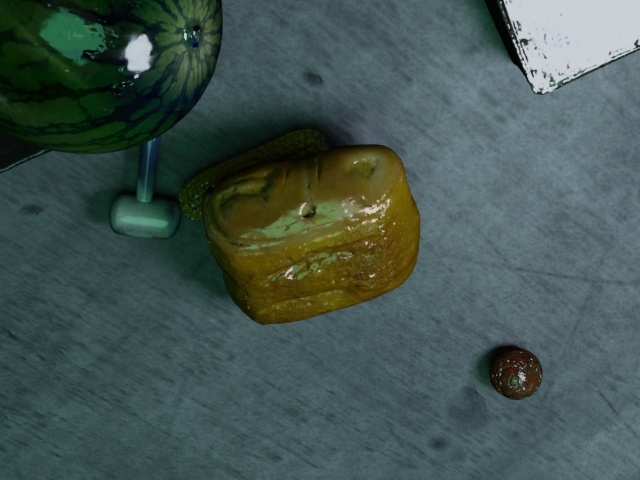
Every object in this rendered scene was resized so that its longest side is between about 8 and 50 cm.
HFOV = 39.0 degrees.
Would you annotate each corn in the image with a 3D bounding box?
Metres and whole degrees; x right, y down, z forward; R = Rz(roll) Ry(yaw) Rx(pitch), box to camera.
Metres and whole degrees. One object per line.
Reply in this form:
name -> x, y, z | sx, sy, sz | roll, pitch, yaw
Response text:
corn -> -0.103, -0.101, 1.447 | 0.260, 0.091, 0.091 | -22, 118, 10

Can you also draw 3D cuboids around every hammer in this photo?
hammer -> -0.276, -0.095, 1.451 | 0.116, 0.069, 0.194 | 7, 114, -7

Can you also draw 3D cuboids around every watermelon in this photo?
watermelon -> -0.286, -0.266, 1.042 | 0.363, 0.363, 0.363 | -2, 120, -4

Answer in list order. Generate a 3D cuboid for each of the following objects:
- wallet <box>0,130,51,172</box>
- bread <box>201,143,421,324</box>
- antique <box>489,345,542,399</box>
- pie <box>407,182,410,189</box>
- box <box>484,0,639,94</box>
wallet -> -0.371, -0.249, 1.231 | 0.323, 0.041, 0.247 | -24, 87, -5
bread -> 0.001, 0.007, 1.424 | 0.328, 0.148, 0.337 | -12, 148, 1
antique -> 0.363, 0.249, 1.680 | 0.104, 0.104, 0.104 | -2, 120, -4
pie -> 0.113, -0.072, 1.520 | 0.084, 0.020, 0.084 | -3, 120, -6
box -> 0.390, -0.362, 1.308 | 0.273, 0.143, 0.184 | -25, 119, 10
